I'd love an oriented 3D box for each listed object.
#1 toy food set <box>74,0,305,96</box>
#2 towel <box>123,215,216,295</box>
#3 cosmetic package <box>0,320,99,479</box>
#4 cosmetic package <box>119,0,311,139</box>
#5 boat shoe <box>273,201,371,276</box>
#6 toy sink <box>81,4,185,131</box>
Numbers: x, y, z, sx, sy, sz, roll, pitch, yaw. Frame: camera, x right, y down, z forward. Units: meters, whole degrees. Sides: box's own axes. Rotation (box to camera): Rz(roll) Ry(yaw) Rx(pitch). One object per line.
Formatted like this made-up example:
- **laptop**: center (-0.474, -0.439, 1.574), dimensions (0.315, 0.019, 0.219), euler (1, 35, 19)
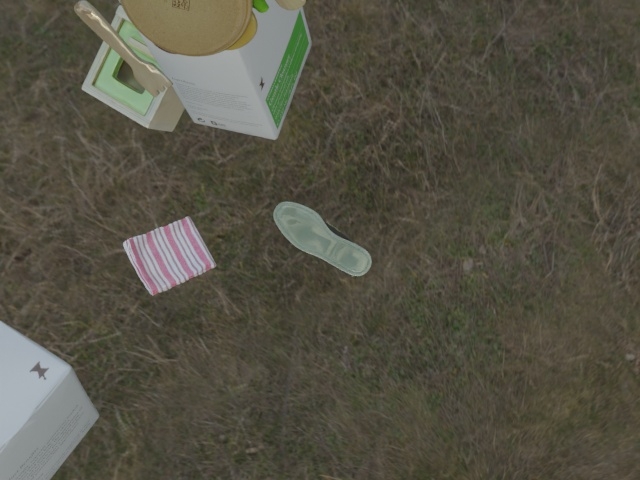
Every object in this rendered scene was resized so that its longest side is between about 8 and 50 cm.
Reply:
- **toy food set**: center (-0.119, -0.222, 0.633), dimensions (0.192, 0.132, 0.038), euler (-22, 39, 28)
- **towel**: center (-0.349, 0.032, 1.641), dimensions (0.197, 0.029, 0.144), euler (-26, 84, -42)
- **cosmetic package**: center (-0.371, 0.195, 0.794), dimensions (0.151, 0.183, 0.151), euler (30, 60, 11)
- **cosmetic package**: center (-0.136, -0.317, 0.954), dimensions (0.155, 0.365, 0.197), euler (14, 73, 13)
- **boat shoe**: center (0.000, 0.000, 1.450), dimensions (0.228, 0.068, 0.081), euler (35, 86, -1)
- **toy sink**: center (-0.309, -0.343, 1.300), dimensions (0.153, 0.131, 0.234), euler (32, 100, 6)
